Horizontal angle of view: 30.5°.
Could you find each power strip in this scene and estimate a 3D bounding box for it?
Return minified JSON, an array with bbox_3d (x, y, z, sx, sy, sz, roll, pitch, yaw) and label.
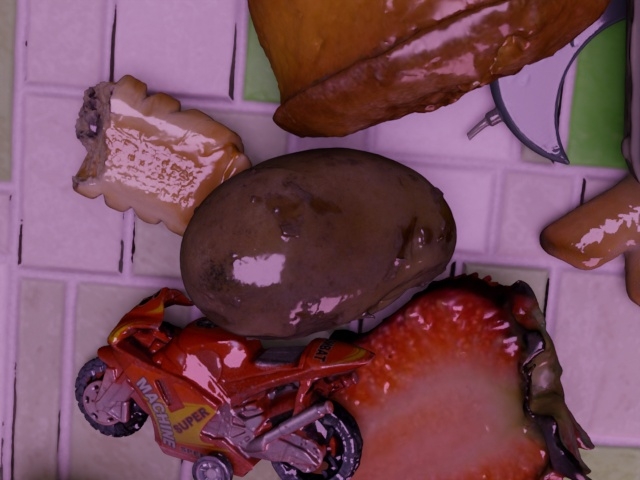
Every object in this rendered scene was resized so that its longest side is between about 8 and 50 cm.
[{"bbox_3d":[0.221,-0.166,1.088,0.137,0.044,0.216,37,98,-6],"label":"power strip"}]

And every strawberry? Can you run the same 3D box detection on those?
[{"bbox_3d":[0.103,0.167,1.126,0.306,0.137,0.234,-22,81,29],"label":"strawberry"}]

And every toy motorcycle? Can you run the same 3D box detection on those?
[{"bbox_3d":[-0.098,0.137,1.095,0.298,0.089,0.171,11,102,17],"label":"toy motorcycle"}]

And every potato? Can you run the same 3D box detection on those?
[{"bbox_3d":[0.000,0.000,1.035,0.262,0.165,0.165,-5,103,-35],"label":"potato"}]

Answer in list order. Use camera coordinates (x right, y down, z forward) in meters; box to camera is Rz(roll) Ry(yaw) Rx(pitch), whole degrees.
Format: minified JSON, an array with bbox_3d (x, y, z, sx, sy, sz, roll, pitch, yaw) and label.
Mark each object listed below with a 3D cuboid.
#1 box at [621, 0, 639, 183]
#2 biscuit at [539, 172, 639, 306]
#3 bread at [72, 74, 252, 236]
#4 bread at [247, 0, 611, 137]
[{"bbox_3d":[0.448,-0.214,1.004,0.373,0.090,0.367,-1,98,4],"label":"box"},{"bbox_3d":[0.325,-0.043,1.112,0.164,0.047,0.208,30,99,-7],"label":"biscuit"},{"bbox_3d":[-0.149,-0.074,1.082,0.177,0.084,0.119,26,101,-6],"label":"bread"},{"bbox_3d":[0.087,-0.212,0.984,0.340,0.179,0.194,-21,88,10],"label":"bread"}]
